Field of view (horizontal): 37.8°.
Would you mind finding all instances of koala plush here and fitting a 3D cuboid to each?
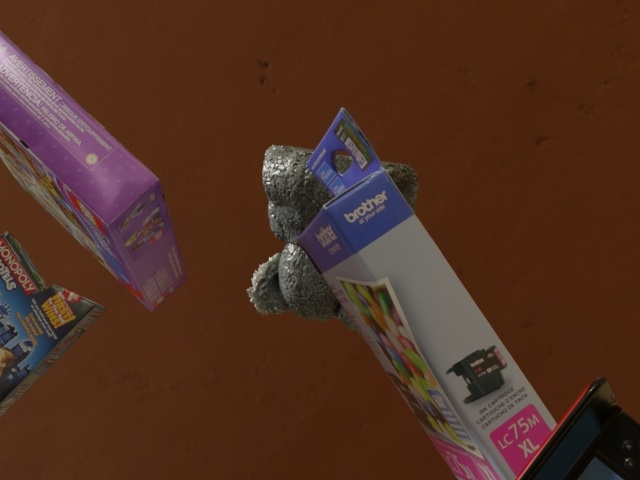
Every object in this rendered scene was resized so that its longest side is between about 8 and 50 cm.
[{"bbox_3d":[0.000,0.000,1.174,0.196,0.203,0.221,11,-84,18],"label":"koala plush"}]

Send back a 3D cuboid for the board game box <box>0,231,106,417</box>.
[{"bbox_3d":[-0.392,0.098,1.218,0.194,0.060,0.194,-32,-99,-5],"label":"board game box"}]

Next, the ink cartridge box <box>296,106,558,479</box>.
[{"bbox_3d":[0.069,0.059,0.728,0.065,0.186,0.311,-31,-91,-10],"label":"ink cartridge box"}]

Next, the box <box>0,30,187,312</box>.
[{"bbox_3d":[-0.218,-0.051,0.847,0.201,0.293,0.057,43,-105,9],"label":"box"}]

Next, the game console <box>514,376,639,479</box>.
[{"bbox_3d":[0.143,0.161,0.509,0.124,0.085,0.144,39,-93,-1],"label":"game console"}]
